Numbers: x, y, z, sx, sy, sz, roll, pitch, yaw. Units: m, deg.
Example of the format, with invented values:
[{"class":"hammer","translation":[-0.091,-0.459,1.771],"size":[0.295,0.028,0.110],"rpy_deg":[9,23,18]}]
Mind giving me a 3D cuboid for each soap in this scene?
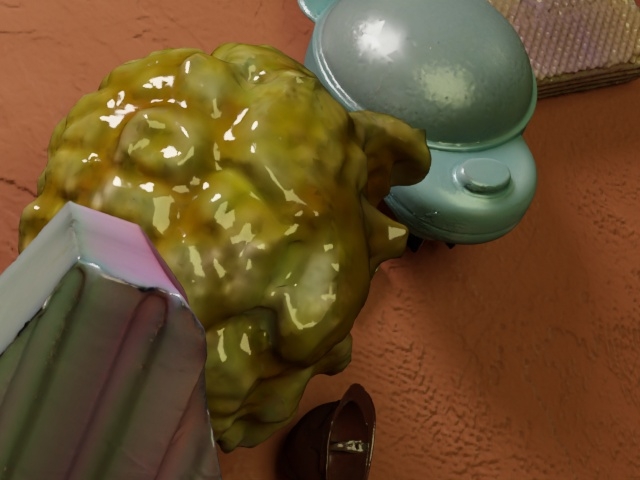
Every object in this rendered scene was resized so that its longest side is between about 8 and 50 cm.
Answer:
[{"class":"soap","translation":[-0.161,0.150,1.016],"size":[0.193,0.323,0.109],"rpy_deg":[19,19,-15]}]

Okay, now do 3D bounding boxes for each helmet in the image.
[{"class":"helmet","translation":[0.001,0.169,1.310],"size":[0.089,0.057,0.111],"rpy_deg":[61,36,-42]}]

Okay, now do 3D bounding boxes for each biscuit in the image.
[{"class":"biscuit","translation":[0.233,-0.200,1.612],"size":[0.239,0.062,0.108],"rpy_deg":[-13,76,-36]}]

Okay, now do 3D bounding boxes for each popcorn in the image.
[{"class":"popcorn","translation":[-0.083,-0.009,1.192],"size":[0.279,0.274,0.335],"rpy_deg":[41,42,-44]}]

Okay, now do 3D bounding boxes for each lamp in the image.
[{"class":"lamp","translation":[0.097,-0.124,1.436],"size":[0.209,0.147,0.284],"rpy_deg":[-6,73,-21]}]

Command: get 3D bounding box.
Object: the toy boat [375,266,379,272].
[{"class":"toy boat","translation":[0.000,0.000,1.407],"size":[0.115,0.016,0.063],"rpy_deg":[40,55,-12]}]
